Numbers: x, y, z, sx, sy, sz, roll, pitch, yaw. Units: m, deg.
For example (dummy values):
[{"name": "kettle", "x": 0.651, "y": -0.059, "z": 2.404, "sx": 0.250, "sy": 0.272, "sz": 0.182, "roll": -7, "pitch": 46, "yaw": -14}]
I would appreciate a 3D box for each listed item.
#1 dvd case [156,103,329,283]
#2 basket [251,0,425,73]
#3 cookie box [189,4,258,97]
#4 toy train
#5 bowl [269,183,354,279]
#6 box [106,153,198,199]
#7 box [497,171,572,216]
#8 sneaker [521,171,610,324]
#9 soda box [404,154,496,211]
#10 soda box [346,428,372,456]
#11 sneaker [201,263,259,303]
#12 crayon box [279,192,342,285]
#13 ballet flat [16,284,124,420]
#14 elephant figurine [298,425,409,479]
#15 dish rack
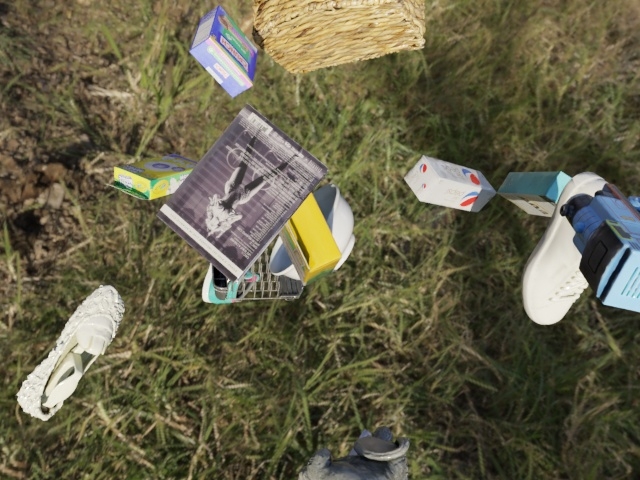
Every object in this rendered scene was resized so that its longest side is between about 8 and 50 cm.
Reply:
[{"name": "dvd case", "x": -0.118, "y": -0.071, "z": 0.911, "sx": 0.164, "sy": 0.221, "sz": 0.018, "roll": 40, "pitch": 1, "yaw": 10}, {"name": "basket", "x": 0.026, "y": -0.465, "z": 1.099, "sx": 0.213, "sy": 0.299, "sz": 0.223, "roll": 20, "pitch": 69, "yaw": -62}, {"name": "cookie box", "x": -0.137, "y": -0.274, "z": 0.877, "sx": 0.092, "sy": 0.040, "sz": 0.107, "roll": 45, "pitch": 30, "yaw": -35}, {"name": "toy train", "x": 0.316, "y": 0.003, "z": 0.625, "sx": 0.105, "sy": 0.080, "sz": 0.184, "roll": 13, "pitch": 31, "yaw": -6}, {"name": "bowl", "x": 0.000, "y": 0.000, "z": 1.661, "sx": 0.134, "sy": 0.298, "sz": 0.298, "roll": 35, "pitch": 38, "yaw": -19}, {"name": "box", "x": -0.322, "y": -0.127, "z": 1.196, "sx": 0.105, "sy": 0.043, "sz": 0.179, "roll": 21, "pitch": 30, "yaw": 28}, {"name": "box", "x": 0.484, "y": -0.100, "z": 1.314, "sx": 0.100, "sy": 0.060, "sz": 0.244, "roll": 31, "pitch": 2, "yaw": -9}, {"name": "sneaker", "x": 0.414, "y": 0.044, "z": 0.981, "sx": 0.105, "sy": 0.290, "sz": 0.123, "roll": -8, "pitch": 36, "yaw": -18}, {"name": "soda box", "x": 0.285, "y": -0.119, "z": 1.314, "sx": 0.216, "sy": 0.069, "sz": 0.074, "roll": 6, "pitch": 44, "yaw": -42}, {"name": "soda box", "x": 0.111, "y": 0.704, "z": 1.881, "sx": 0.083, "sy": 0.092, "sz": 0.263, "roll": 33, "pitch": 25, "yaw": 11}, {"name": "sneaker", "x": -0.297, "y": 0.086, "z": 2.114, "sx": 0.178, "sy": 0.296, "sz": 0.124, "roll": 10, "pitch": -4, "yaw": 17}, {"name": "crayon box", "x": -0.039, "y": -0.020, "z": 1.339, "sx": 0.083, "sy": 0.323, "sz": 0.203, "roll": -25, "pitch": 83, "yaw": -7}, {"name": "ballet flat", "x": -0.669, "y": 0.322, "z": 1.682, "sx": 0.147, "sy": 0.147, "sz": 0.409, "roll": 34, "pitch": 82, "yaw": -2}, {"name": "elephant figurine", "x": 0.095, "y": 0.400, "z": 1.047, "sx": 0.239, "sy": 0.169, "sz": 0.186, "roll": -15, "pitch": 48, "yaw": -32}, {"name": "dish rack", "x": -0.184, "y": 0.090, "z": 1.770, "sx": 0.271, "sy": 0.074, "sz": 0.208, "roll": 1, "pitch": 42, "yaw": -13}]
